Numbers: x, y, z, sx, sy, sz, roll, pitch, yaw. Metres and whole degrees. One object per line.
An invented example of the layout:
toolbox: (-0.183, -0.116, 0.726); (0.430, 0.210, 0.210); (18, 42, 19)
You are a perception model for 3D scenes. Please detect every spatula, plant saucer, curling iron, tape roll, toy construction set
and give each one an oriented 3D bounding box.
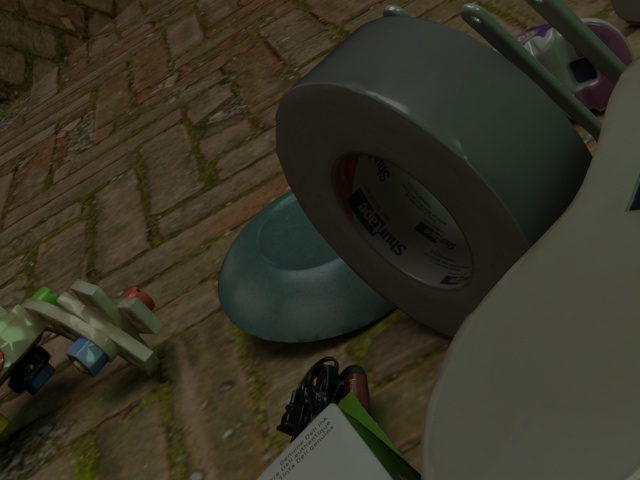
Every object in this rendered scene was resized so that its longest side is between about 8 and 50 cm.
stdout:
spatula: (0.155, -0.082, 0.693); (0.168, 0.242, 0.019); (9, 71, 54)
plant saucer: (0.000, 0.000, 0.897); (0.195, 0.037, 0.195); (-15, 39, 12)
curling iron: (0.015, 0.160, 0.641); (0.068, 0.035, 0.274); (-49, 23, 18)
tape roll: (0.073, -0.033, 0.705); (0.072, 0.219, 0.219); (-46, 26, -23)
toy construction set: (-0.295, 0.131, 0.937); (0.328, 0.151, 0.215); (-35, -3, -25)

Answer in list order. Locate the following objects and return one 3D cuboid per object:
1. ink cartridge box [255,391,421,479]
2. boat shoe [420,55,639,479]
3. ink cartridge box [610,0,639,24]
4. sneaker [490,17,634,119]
ink cartridge box: (-0.029, 0.170, 0.536); (0.189, 0.097, 0.255); (-46, 27, -1)
boat shoe: (0.168, 0.050, 0.501); (0.127, 0.158, 0.340); (-1, 38, 40)
ink cartridge box: (0.348, -0.315, 0.995); (0.212, 0.154, 0.093); (-36, 24, -10)
sneaker: (0.156, -0.131, 0.972); (0.236, 0.095, 0.104); (-20, 19, 17)
